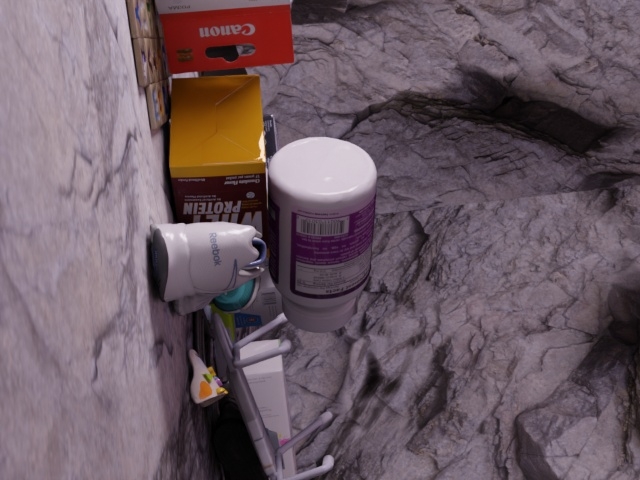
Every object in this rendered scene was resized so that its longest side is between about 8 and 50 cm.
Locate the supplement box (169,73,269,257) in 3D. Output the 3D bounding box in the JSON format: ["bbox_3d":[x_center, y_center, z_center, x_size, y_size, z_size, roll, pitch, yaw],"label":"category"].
[{"bbox_3d":[-0.144,-0.104,1.377,0.194,0.129,0.191,91,-6,-48],"label":"supplement box"}]

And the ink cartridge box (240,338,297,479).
[{"bbox_3d":[-0.121,0.420,2.095,0.207,0.119,0.353,-106,-171,-76],"label":"ink cartridge box"}]

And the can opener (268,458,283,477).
[{"bbox_3d":[-0.129,0.390,1.870,0.283,0.095,0.076,86,-4,-50],"label":"can opener"}]

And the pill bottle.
[{"bbox_3d":[0.000,0.000,1.519,0.169,0.169,0.301,-99,-172,-49],"label":"pill bottle"}]

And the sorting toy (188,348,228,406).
[{"bbox_3d":[-0.166,0.189,1.328,0.083,0.045,0.075,93,-29,-77],"label":"sorting toy"}]

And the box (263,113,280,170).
[{"bbox_3d":[-0.160,-0.133,2.054,0.142,0.163,0.247,90,-6,-85],"label":"box"}]

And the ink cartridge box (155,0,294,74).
[{"bbox_3d":[-0.132,-0.335,1.284,0.066,0.189,0.232,-99,-176,-62],"label":"ink cartridge box"}]

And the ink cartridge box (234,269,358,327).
[{"bbox_3d":[-0.069,0.099,2.274,0.223,0.307,0.129,88,-5,-63],"label":"ink cartridge box"}]

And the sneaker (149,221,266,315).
[{"bbox_3d":[-0.128,0.032,1.164,0.297,0.129,0.111,143,-62,-86],"label":"sneaker"}]

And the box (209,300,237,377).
[{"bbox_3d":[-0.176,0.163,1.735,0.109,0.042,0.178,-99,-177,-63],"label":"box"}]

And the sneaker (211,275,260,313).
[{"bbox_3d":[-0.179,-0.004,1.645,0.110,0.107,0.275,44,30,-65],"label":"sneaker"}]

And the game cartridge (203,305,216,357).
[{"bbox_3d":[-0.186,0.154,1.592,0.056,0.017,0.083,-105,-172,-55],"label":"game cartridge"}]

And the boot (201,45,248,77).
[{"bbox_3d":[-0.226,-0.382,2.131,0.115,0.112,0.305,-133,-147,-69],"label":"boot"}]

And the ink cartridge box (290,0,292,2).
[{"bbox_3d":[-0.189,-0.570,2.073,0.130,0.272,0.309,-64,-173,-2],"label":"ink cartridge box"}]

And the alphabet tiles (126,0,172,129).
[{"bbox_3d":[-0.227,-0.298,1.261,0.342,0.011,0.285,-106,-170,-78],"label":"alphabet tiles"}]

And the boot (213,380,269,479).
[{"bbox_3d":[-0.128,0.373,1.622,0.161,0.083,0.246,-106,-175,-71],"label":"boot"}]

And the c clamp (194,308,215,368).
[{"bbox_3d":[-0.174,0.171,1.467,0.160,0.022,0.137,-97,178,-52],"label":"c clamp"}]

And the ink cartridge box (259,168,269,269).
[{"bbox_3d":[-0.136,-0.085,1.621,0.235,0.056,0.171,57,24,-33],"label":"ink cartridge box"}]

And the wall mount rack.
[{"bbox_3d":[-0.065,0.258,1.577,0.304,0.130,0.350,-129,-161,-84],"label":"wall mount rack"}]
